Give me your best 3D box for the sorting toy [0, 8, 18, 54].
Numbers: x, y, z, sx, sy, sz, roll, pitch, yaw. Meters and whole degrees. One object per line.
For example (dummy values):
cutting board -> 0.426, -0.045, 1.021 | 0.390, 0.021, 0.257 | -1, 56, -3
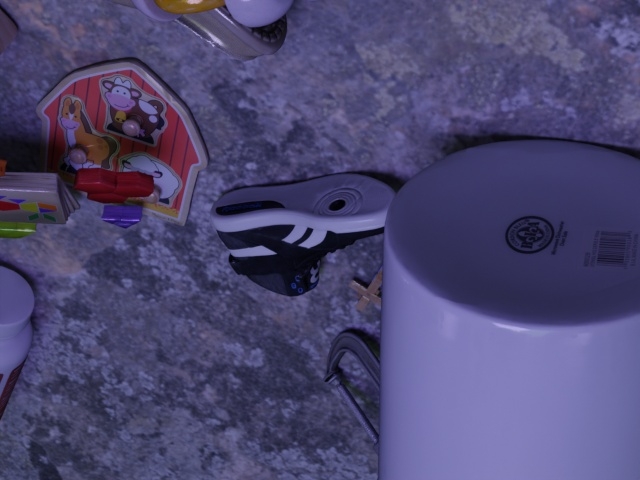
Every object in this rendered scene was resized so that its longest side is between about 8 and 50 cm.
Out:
sorting toy -> -0.473, -0.208, 1.791 | 0.089, 0.255, 0.257 | -18, 122, 48

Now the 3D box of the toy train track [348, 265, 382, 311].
toy train track -> 0.062, 0.043, 1.962 | 0.048, 0.014, 0.083 | 33, 125, 0

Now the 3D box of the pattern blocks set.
pattern blocks set -> -0.348, -0.048, 1.916 | 0.325, 0.026, 0.285 | 5, 166, -11

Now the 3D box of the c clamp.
c clamp -> 0.049, 0.185, 2.029 | 0.160, 0.022, 0.137 | 59, 145, 14

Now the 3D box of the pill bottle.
pill bottle -> -0.404, 0.131, 2.119 | 0.121, 0.121, 0.216 | 26, 131, -3

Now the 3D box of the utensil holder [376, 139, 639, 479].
utensil holder -> 0.210, 0.140, 1.788 | 0.328, 0.327, 0.385 | 7, 127, 13

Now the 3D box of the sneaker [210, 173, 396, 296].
sneaker -> 0.000, 0.000, 1.912 | 0.217, 0.079, 0.121 | -1, 131, 30

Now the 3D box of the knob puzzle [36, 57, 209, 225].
knob puzzle -> -0.211, -0.107, 1.920 | 0.213, 0.030, 0.213 | 10, 130, 12

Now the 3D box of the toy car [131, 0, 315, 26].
toy car -> -0.070, -0.255, 1.495 | 0.159, 0.182, 0.136 | 8, 115, 37

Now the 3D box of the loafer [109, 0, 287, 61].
loafer -> -0.151, -0.256, 1.740 | 0.268, 0.102, 0.092 | 38, 132, -1
